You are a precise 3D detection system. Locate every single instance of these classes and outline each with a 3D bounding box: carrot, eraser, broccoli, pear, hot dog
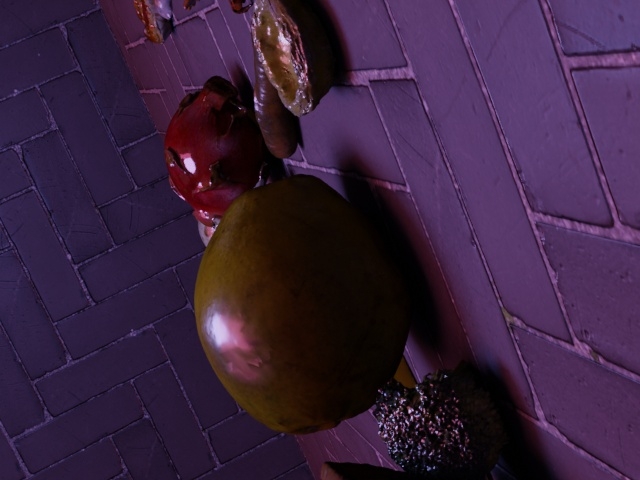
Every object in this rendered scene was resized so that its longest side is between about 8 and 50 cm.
[{"bbox_3d":[-0.087,-0.270,1.674,0.070,0.070,0.342,55,163,35],"label":"carrot"},{"bbox_3d":[0.134,0.250,1.849,0.097,0.045,0.122,64,169,3],"label":"eraser"},{"bbox_3d":[0.175,0.265,1.425,0.197,0.176,0.226,9,112,24],"label":"broccoli"},{"bbox_3d":[-0.035,0.107,1.548,0.352,0.351,0.414,162,94,-78],"label":"pear"},{"bbox_3d":[-0.418,-0.587,2.377,0.131,0.069,0.253,59,166,24],"label":"hot dog"}]

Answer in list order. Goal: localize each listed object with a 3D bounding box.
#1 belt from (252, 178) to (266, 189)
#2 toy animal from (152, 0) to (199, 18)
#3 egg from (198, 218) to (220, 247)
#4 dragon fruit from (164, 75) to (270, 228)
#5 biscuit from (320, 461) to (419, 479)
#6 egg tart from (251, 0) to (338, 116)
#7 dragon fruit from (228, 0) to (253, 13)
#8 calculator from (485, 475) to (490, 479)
[{"bbox_3d":[-0.094,-0.039,1.998,0.163,0.147,0.082,127,159,-48],"label":"belt"},{"bbox_3d":[-0.318,-0.603,1.925,0.302,0.225,0.284,48,144,11],"label":"toy animal"},{"bbox_3d":[-0.209,-0.021,2.438,0.169,0.169,0.231,48,171,52],"label":"egg"},{"bbox_3d":[-0.216,-0.178,2.032,0.250,0.250,0.315,59,150,21],"label":"dragon fruit"},{"bbox_3d":[0.170,0.388,1.440,0.359,0.359,0.046,158,125,-78],"label":"biscuit"},{"bbox_3d":[-0.035,-0.278,1.409,0.197,0.078,0.197,58,164,27],"label":"egg tart"},{"bbox_3d":[-0.163,-0.448,1.594,0.094,0.094,0.190,54,-172,37],"label":"dragon fruit"},{"bbox_3d":[0.281,0.457,1.707,0.165,0.028,0.274,-160,47,-77],"label":"calculator"}]
